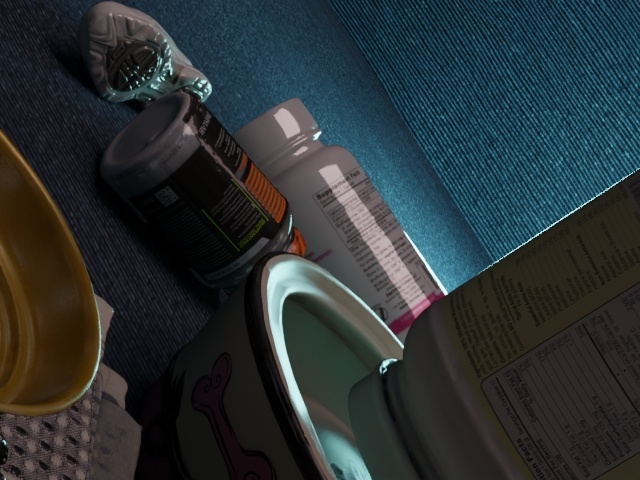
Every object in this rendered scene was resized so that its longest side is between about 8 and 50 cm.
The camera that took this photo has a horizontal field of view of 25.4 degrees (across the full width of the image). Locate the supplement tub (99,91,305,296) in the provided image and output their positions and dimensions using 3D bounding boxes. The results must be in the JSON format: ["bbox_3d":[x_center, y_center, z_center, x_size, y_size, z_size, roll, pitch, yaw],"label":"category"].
[{"bbox_3d":[-0.105,-0.036,1.329,0.190,0.117,0.117,50,15,-26],"label":"supplement tub"}]

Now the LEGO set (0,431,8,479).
[{"bbox_3d":[-0.149,0.250,0.473,0.255,0.192,0.331,165,-93,-74],"label":"LEGO set"}]

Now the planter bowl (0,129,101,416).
[{"bbox_3d":[-0.207,0.008,0.657,0.217,0.090,0.217,50,17,-21],"label":"planter bowl"}]

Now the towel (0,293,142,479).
[{"bbox_3d":[-0.209,0.058,0.783,0.324,0.056,0.312,50,14,-25],"label":"towel"}]

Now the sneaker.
[{"bbox_3d":[-0.203,-0.201,1.482,0.115,0.090,0.232,54,3,20],"label":"sneaker"}]

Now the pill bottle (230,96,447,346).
[{"bbox_3d":[0.000,0.000,1.516,0.283,0.160,0.160,56,13,1],"label":"pill bottle"}]

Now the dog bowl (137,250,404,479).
[{"bbox_3d":[0.019,0.216,1.098,0.408,0.150,0.408,51,15,-19],"label":"dog bowl"}]

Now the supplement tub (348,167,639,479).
[{"bbox_3d":[0.207,0.100,1.003,0.235,0.325,0.235,51,14,-18],"label":"supplement tub"}]
